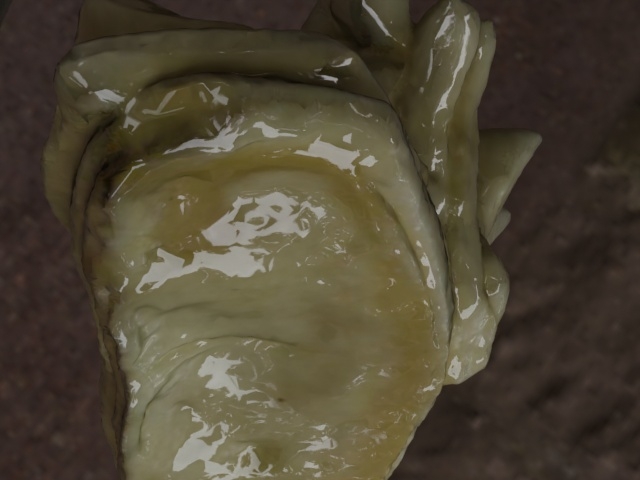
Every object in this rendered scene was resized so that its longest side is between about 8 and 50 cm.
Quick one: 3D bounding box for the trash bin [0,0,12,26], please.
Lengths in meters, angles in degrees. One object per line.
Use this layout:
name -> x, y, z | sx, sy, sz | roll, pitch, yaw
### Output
trash bin -> -0.340, -0.277, 1.701 | 0.203, 0.252, 0.302 | 35, 50, -25

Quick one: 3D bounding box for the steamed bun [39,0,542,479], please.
steamed bun -> 0.000, 0.000, 1.012 | 0.247, 0.189, 0.428 | -6, 143, 2
